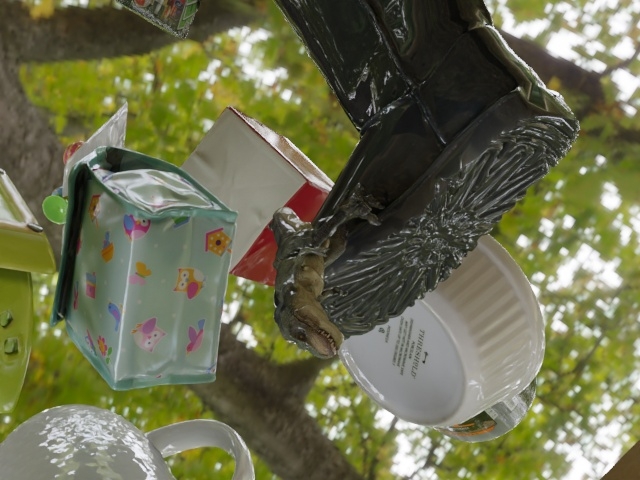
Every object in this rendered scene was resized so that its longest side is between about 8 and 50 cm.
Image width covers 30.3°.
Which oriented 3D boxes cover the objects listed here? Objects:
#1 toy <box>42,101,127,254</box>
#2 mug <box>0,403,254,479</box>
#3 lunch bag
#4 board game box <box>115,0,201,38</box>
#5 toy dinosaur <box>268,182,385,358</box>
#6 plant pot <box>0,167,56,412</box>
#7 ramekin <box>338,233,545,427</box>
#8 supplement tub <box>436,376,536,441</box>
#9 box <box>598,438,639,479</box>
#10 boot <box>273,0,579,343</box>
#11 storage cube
[{"bbox_3d":[-0.333,-0.095,1.658,0.056,0.137,0.237,11,-151,4],"label":"toy"},{"bbox_3d":[-0.263,0.347,1.516,0.374,0.276,0.328,-22,-153,-6],"label":"mug"},{"bbox_3d":[-0.223,0.023,1.388,0.160,0.223,0.262,-2,-159,-34],"label":"lunch bag"},{"bbox_3d":[-0.133,-0.252,0.967,0.030,0.136,0.260,23,-176,10],"label":"board game box"},{"bbox_3d":[0.000,0.000,1.061,0.064,0.118,0.268,45,-168,-23],"label":"toy dinosaur"},{"bbox_3d":[-0.419,0.030,1.241,0.227,0.207,0.228,13,-158,-37],"label":"plant pot"},{"bbox_3d":[0.129,0.106,1.455,0.273,0.273,0.127,42,-130,18],"label":"ramekin"},{"bbox_3d":[0.201,0.176,1.794,0.207,0.338,0.207,-8,-113,18],"label":"supplement tub"},{"bbox_3d":[0.263,0.191,0.920,0.021,0.201,0.164,38,-162,-1],"label":"box"},{"bbox_3d":[0.023,-0.163,1.247,0.146,0.367,0.445,23,-148,-51],"label":"boot"},{"bbox_3d":[-0.098,-0.060,1.790,0.215,0.183,0.193,44,-171,23],"label":"storage cube"}]
